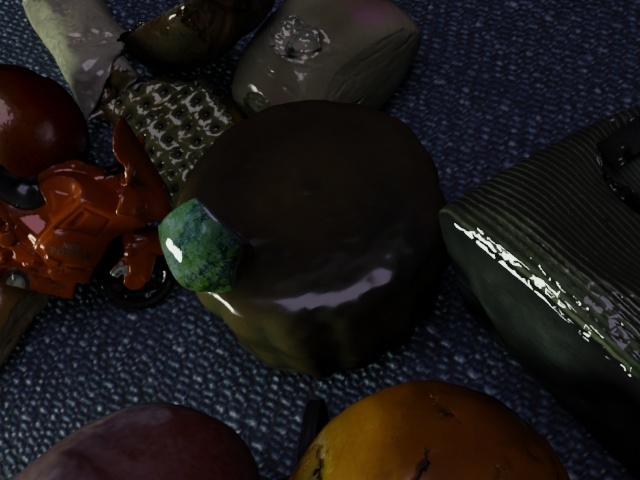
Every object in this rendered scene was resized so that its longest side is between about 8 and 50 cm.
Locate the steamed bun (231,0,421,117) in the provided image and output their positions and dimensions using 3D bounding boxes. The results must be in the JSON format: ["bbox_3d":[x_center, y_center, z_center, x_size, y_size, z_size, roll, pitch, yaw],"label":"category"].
[{"bbox_3d":[0.008,-0.235,1.038,0.170,0.153,0.239,37,73,23],"label":"steamed bun"}]

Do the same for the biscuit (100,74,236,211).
[{"bbox_3d":[-0.164,-0.120,1.037,0.144,0.016,0.203,-33,83,4],"label":"biscuit"}]

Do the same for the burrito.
[{"bbox_3d":[-0.365,-0.325,1.243,0.117,0.076,0.392,-27,58,-11],"label":"burrito"}]

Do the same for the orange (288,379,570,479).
[{"bbox_3d":[0.084,0.235,0.676,0.246,0.246,0.246,-7,58,10],"label":"orange"}]

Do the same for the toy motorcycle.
[{"bbox_3d":[-0.305,-0.047,0.929,0.325,0.221,0.148,14,19,-12],"label":"toy motorcycle"}]

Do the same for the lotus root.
[{"bbox_3d":[-0.161,-0.253,1.062,0.167,0.078,0.329,-22,10,-22],"label":"lotus root"}]

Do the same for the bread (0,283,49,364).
[{"bbox_3d":[-0.397,0.078,0.995,0.106,0.082,0.125,18,63,29],"label":"bread"}]

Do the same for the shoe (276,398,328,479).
[{"bbox_3d":[-0.026,0.239,0.810,0.049,0.071,0.179,-3,52,13],"label":"shoe"}]

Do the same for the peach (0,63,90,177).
[{"bbox_3d":[-0.383,-0.123,1.064,0.197,0.197,0.197,-7,58,10],"label":"peach"}]

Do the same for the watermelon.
[{"bbox_3d":[-0.109,-0.001,0.784,0.084,0.092,0.072,-3,25,7],"label":"watermelon"}]

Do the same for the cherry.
[{"bbox_3d":[-0.163,0.272,0.740,0.261,0.221,0.307,16,46,20],"label":"cherry"}]

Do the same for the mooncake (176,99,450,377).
[{"bbox_3d":[0.000,0.000,0.895,0.290,0.161,0.291,-6,57,9],"label":"mooncake"}]

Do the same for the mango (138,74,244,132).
[{"bbox_3d":[-0.166,-0.158,1.087,0.161,0.076,0.103,22,65,19],"label":"mango"}]

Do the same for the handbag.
[{"bbox_3d":[0.291,0.046,0.739,0.240,0.247,0.340,-37,51,-11],"label":"handbag"}]
